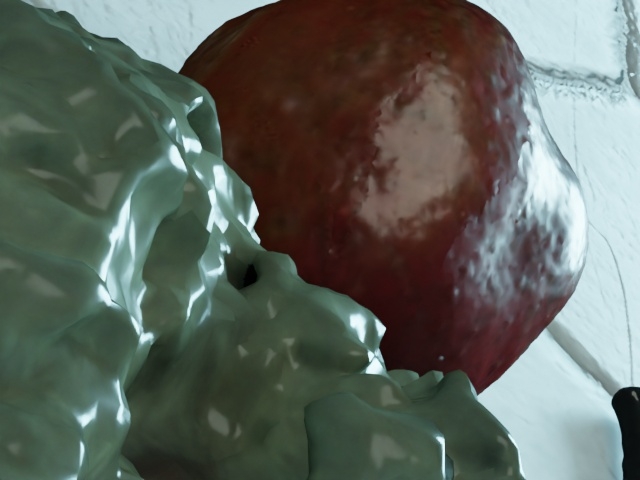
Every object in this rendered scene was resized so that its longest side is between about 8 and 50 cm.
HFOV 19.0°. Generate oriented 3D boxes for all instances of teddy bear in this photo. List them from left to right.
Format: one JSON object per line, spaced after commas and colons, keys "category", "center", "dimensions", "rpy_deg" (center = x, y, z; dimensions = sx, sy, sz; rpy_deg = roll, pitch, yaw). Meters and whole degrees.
{"category": "teddy bear", "center": [-0.097, 0.064, 0.500], "dimensions": [0.367, 0.357, 0.224], "rpy_deg": [33, 67, -56]}

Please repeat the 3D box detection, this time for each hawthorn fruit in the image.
{"category": "hawthorn fruit", "center": [0.000, 0.000, 0.745], "dimensions": [0.185, 0.185, 0.202], "rpy_deg": [45, 53, 4]}

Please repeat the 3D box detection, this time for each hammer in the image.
{"category": "hammer", "center": [0.150, 0.144, 0.850], "dimensions": [0.078, 0.021, 0.201], "rpy_deg": [29, 38, -18]}
